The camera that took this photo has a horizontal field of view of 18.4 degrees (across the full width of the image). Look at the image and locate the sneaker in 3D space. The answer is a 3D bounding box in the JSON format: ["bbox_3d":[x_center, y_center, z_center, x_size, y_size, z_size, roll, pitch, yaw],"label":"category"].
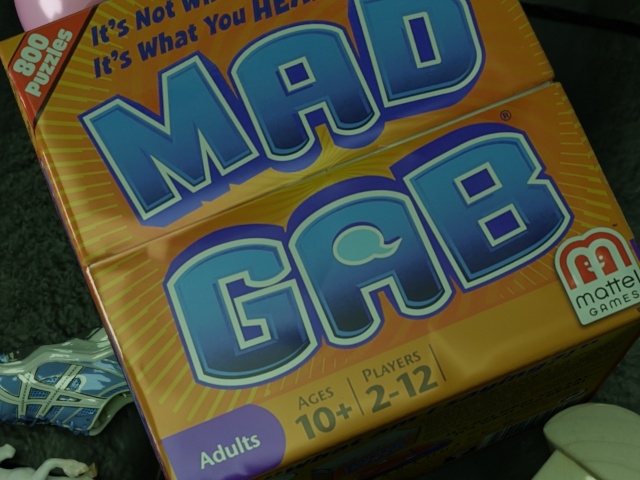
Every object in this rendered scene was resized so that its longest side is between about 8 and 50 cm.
[{"bbox_3d":[-0.227,0.131,1.699,0.211,0.080,0.081,-18,75,5],"label":"sneaker"}]

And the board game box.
[{"bbox_3d":[0.000,0.000,1.518,0.356,0.356,0.356,-22,76,-7],"label":"board game box"}]

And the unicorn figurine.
[{"bbox_3d":[-0.242,0.225,1.692,0.111,0.060,0.162,-14,77,5],"label":"unicorn figurine"}]

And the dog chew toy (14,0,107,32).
[{"bbox_3d":[-0.161,-0.272,1.688,0.207,0.206,0.332,-15,42,5],"label":"dog chew toy"}]

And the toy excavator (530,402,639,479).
[{"bbox_3d":[0.151,0.396,1.537,0.433,0.222,0.445,-26,68,2],"label":"toy excavator"}]
